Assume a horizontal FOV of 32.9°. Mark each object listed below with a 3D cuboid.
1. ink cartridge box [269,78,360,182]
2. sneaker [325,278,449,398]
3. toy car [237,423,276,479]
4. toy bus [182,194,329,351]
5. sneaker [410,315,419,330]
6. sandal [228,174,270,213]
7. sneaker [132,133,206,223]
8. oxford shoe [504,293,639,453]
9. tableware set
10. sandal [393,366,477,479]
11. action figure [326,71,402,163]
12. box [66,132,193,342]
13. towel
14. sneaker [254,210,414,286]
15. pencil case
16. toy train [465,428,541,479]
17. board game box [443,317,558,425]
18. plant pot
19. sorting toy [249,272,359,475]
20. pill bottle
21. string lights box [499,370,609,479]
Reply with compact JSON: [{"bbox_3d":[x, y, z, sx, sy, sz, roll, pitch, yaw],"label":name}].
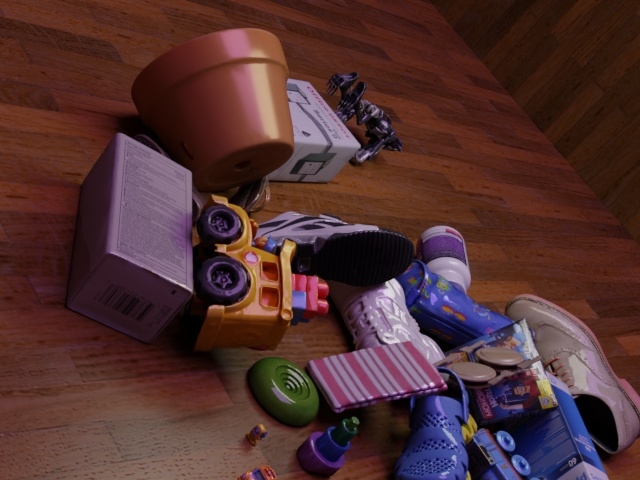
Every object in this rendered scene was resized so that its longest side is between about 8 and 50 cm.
[{"bbox_3d":[-0.082,-0.235,2.250,0.211,0.121,0.289,53,28,21],"label":"ink cartridge box"},{"bbox_3d":[0.105,0.152,1.924,0.305,0.114,0.152,50,26,16],"label":"sneaker"},{"bbox_3d":[-0.091,0.301,1.512,0.060,0.040,0.122,20,34,-37],"label":"toy car"},{"bbox_3d":[-0.095,0.055,1.644,0.211,0.149,0.220,4,58,-12],"label":"toy bus"},{"bbox_3d":[0.119,0.130,2.040,0.162,0.063,0.073,51,31,18],"label":"sneaker"},{"bbox_3d":[-0.124,-0.081,2.037,0.049,0.072,0.180,59,18,-15],"label":"sandal"},{"bbox_3d":[-0.265,-0.102,1.885,0.188,0.066,0.071,53,11,10],"label":"sneaker"},{"bbox_3d":[0.530,0.278,2.298,0.397,0.140,0.146,46,33,13],"label":"oxford shoe"},{"bbox_3d":[0.291,0.231,1.919,0.128,0.039,0.194,14,18,35],"label":"tableware set"},{"bbox_3d":[0.181,0.308,1.740,0.317,0.126,0.138,-65,148,-69],"label":"sandal"},{"bbox_3d":[0.093,-0.271,2.541,0.164,0.141,0.275,53,1,39],"label":"action figure"},{"bbox_3d":[-0.282,-0.011,1.635,0.148,0.121,0.311,29,29,-24],"label":"box"},{"bbox_3d":[0.089,0.222,1.756,0.197,0.029,0.144,-10,25,-15],"label":"towel"},{"bbox_3d":[0.000,0.000,1.908,0.330,0.122,0.146,0,33,-16],"label":"sneaker"},{"bbox_3d":[0.275,0.156,2.144,0.306,0.119,0.133,30,7,-20],"label":"pencil case"},{"bbox_3d":[0.312,0.409,1.867,0.105,0.080,0.184,-9,57,-47],"label":"toy train"},{"bbox_3d":[0.315,0.254,2.010,0.194,0.060,0.194,-11,53,-4],"label":"board game box"},{"bbox_3d":[-0.173,-0.221,1.961,0.291,0.291,0.203,-1,64,-54],"label":"plant pot"},{"bbox_3d":[-0.035,0.181,1.678,0.127,0.126,0.365,13,38,-46],"label":"sorting toy"},{"bbox_3d":[0.259,0.062,2.282,0.108,0.108,0.193,33,27,-18],"label":"pill bottle"},{"bbox_3d":[0.423,0.383,1.984,0.077,0.133,0.259,32,28,-32],"label":"string lights box"}]
